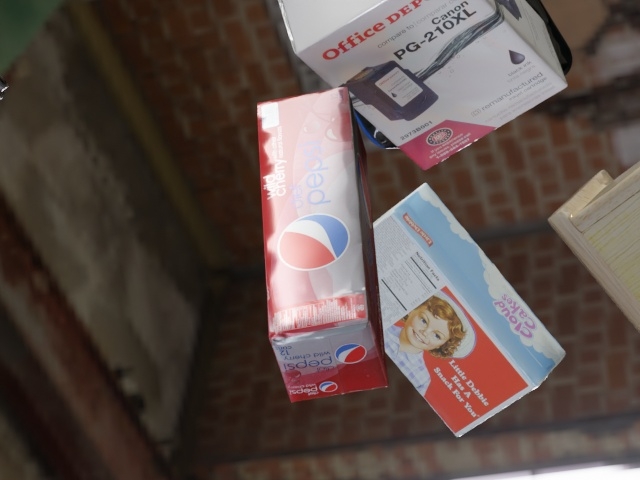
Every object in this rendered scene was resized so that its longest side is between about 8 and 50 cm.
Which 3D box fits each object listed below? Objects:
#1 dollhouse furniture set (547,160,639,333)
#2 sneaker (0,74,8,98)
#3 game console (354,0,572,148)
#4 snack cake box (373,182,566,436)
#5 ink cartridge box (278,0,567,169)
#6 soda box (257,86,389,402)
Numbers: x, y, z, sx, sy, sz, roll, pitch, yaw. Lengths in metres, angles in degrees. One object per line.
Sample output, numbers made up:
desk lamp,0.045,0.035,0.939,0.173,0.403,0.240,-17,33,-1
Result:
dollhouse furniture set,0.368,-0.087,1.271,0.362,0.256,0.394,51,-138,0
sneaker,-0.293,-0.114,1.624,0.061,0.065,0.158,-110,20,-60
game console,0.098,-0.263,2.077,0.293,0.173,0.250,60,-156,11
snack cake box,0.143,0.083,2.289,0.264,0.152,0.089,51,-139,0
ink cartridge box,0.097,-0.193,1.834,0.237,0.172,0.100,38,-151,-46
soda box,0.000,0.000,1.603,0.092,0.083,0.263,73,-170,-48
